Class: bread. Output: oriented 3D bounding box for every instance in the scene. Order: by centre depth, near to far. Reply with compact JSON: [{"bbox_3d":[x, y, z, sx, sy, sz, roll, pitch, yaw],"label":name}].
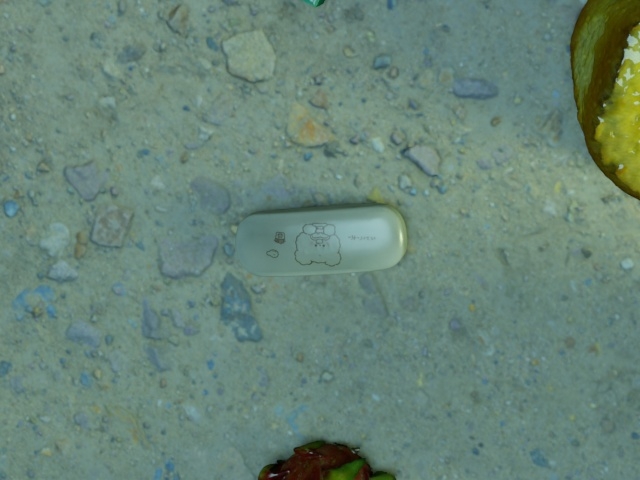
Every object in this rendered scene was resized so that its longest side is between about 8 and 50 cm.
[{"bbox_3d":[0.373,-0.151,1.673,0.268,0.145,0.268,3,118,6],"label":"bread"}]

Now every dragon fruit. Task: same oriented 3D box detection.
[{"bbox_3d":[-0.014,0.307,1.927,0.138,0.175,0.142,51,141,9],"label":"dragon fruit"}]

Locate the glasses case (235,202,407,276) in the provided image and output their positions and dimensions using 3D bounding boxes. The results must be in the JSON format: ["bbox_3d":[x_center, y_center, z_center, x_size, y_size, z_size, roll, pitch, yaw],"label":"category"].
[{"bbox_3d":[0.000,0.000,1.870,0.193,0.049,0.074,-3,103,17],"label":"glasses case"}]

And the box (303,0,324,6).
[{"bbox_3d":[-0.027,-0.383,1.787,0.161,0.042,0.226,27,108,8],"label":"box"}]
